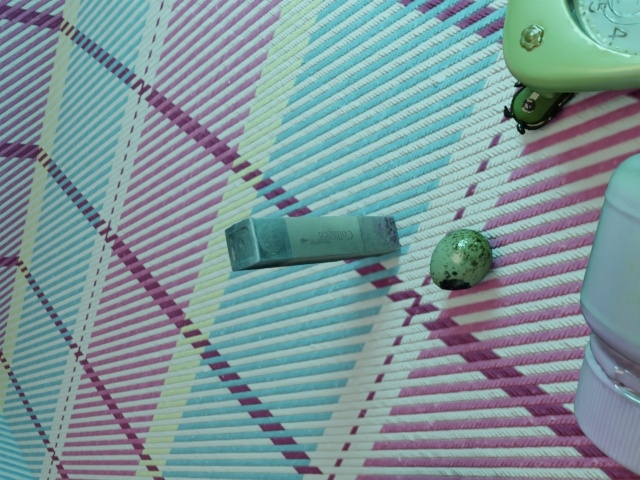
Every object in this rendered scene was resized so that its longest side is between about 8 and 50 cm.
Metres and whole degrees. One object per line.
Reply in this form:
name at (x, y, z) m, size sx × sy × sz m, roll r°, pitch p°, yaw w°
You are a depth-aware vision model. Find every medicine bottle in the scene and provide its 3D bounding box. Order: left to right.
medicine bottle at (0.396, 0.077, 0.631) m, size 0.241 × 0.241 × 0.302 m, roll 23°, pitch 117°, yaw 41°

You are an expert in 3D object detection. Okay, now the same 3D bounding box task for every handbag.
handbag at (0.305, -0.201, 0.838) m, size 0.111 × 0.047 × 0.072 m, roll -46°, pitch 73°, yaw 28°

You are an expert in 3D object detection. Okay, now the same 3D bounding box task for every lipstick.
lipstick at (0.000, 0.000, 0.958) m, size 0.068 × 0.317 × 0.066 m, roll -20°, pitch 78°, yaw 43°

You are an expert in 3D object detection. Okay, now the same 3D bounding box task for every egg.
egg at (0.208, 0.032, 0.920) m, size 0.110 × 0.085 × 0.085 m, roll -52°, pitch 59°, yaw 33°

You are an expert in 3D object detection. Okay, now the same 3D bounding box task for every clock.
clock at (0.394, -0.298, 0.680) m, size 0.348 × 0.117 × 0.286 m, roll 15°, pitch 95°, yaw 39°
